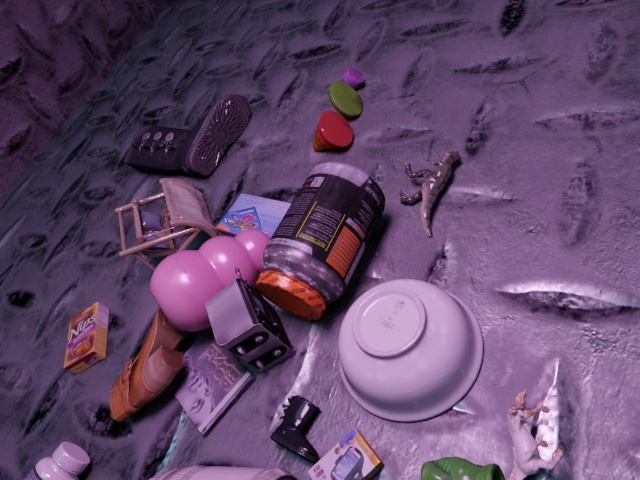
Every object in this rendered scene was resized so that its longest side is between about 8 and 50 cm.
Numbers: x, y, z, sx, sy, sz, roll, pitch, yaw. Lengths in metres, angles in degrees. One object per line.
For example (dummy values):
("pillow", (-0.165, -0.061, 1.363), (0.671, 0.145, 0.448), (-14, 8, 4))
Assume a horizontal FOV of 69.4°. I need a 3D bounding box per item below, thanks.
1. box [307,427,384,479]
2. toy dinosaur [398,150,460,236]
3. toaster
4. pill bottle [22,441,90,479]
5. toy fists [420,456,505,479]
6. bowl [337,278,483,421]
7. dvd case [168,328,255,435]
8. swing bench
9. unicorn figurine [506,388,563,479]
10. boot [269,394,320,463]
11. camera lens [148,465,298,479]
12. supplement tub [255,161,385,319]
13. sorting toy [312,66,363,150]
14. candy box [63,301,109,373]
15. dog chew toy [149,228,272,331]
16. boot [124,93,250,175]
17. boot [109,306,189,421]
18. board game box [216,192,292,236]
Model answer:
("box", (0.039, 0.421, 0.844), (0.136, 0.028, 0.081), (-40, 45, -7))
("toy dinosaur", (0.260, -0.136, 1.147), (0.118, 0.064, 0.268), (12, 65, 30))
("toaster", (-0.162, 0.188, 1.054), (0.110, 0.168, 0.185), (-35, 45, 2))
("pill bottle", (-0.629, 0.567, 1.065), (0.108, 0.108, 0.180), (24, 70, 41))
("toy fists", (0.202, 0.456, 0.646), (0.142, 0.096, 0.279), (-23, 60, 30))
("bowl", (0.151, 0.184, 0.897), (0.298, 0.134, 0.297), (-16, 49, 19))
("dvd case", (-0.274, 0.331, 1.110), (0.164, 0.018, 0.221), (-48, 46, -12))
("swing bench", (-0.479, -0.052, 1.443), (0.255, 0.165, 0.253), (-35, 44, 1))
("unicorn figurine", (0.320, 0.326, 0.723), (0.060, 0.111, 0.162), (27, 40, 3))
("boot", (-0.035, 0.372, 0.920), (0.121, 0.045, 0.099), (14, 57, 36))
("camera lens", (-0.164, 0.497, 0.767), (0.275, 0.219, 0.219), (-11, 50, 24))
("supplement tub", (0.000, 0.000, 1.084), (0.207, 0.207, 0.337), (10, 60, 36))
("sorting toy", (0.046, -0.411, 1.492), (0.126, 0.127, 0.365), (-33, 32, 48))
("candy box", (-0.693, 0.286, 1.373), (0.109, 0.053, 0.186), (-30, 44, 7))
("dog chew toy", (-0.256, 0.083, 1.179), (0.332, 0.206, 0.207), (-33, 42, -20))
("boot", (-0.525, -0.411, 1.793), (0.446, 0.146, 0.366), (8, 58, 40))
("boot", (-0.437, 0.303, 1.187), (0.220, 0.109, 0.283), (-45, 35, 14))
("board game box", (-0.174, -0.060, 1.364), (0.281, 0.027, 0.145), (15, 62, 38))
